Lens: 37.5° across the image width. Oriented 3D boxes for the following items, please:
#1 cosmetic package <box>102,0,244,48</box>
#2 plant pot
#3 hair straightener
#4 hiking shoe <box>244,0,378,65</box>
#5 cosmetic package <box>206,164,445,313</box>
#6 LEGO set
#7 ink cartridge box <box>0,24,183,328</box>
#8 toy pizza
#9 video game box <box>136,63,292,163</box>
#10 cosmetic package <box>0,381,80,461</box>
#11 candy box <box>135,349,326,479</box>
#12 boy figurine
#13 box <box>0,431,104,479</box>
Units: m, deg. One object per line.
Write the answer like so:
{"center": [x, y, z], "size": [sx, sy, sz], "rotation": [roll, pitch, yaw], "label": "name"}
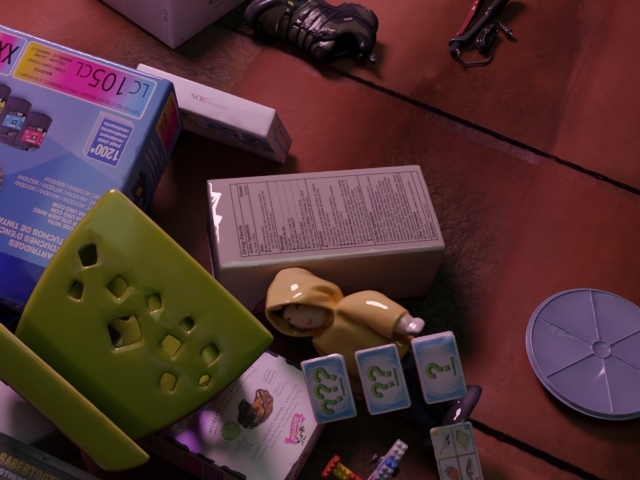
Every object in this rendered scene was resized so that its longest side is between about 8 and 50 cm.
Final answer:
{"center": [-0.254, -0.478, 1.590], "size": [0.225, 0.138, 0.224], "rotation": [34, 56, 19], "label": "cosmetic package"}
{"center": [-0.213, 0.112, 0.988], "size": [0.228, 0.227, 0.207], "rotation": [43, 71, -4], "label": "plant pot"}
{"center": [0.295, -0.381, 1.645], "size": [0.089, 0.047, 0.230], "rotation": [26, 55, 12], "label": "hair straightener"}
{"center": [-0.014, -0.347, 1.555], "size": [0.227, 0.086, 0.114], "rotation": [5, 50, -5], "label": "hiking shoe"}
{"center": [0.000, 0.000, 1.272], "size": [0.296, 0.129, 0.153], "rotation": [-4, 55, -11], "label": "cosmetic package"}
{"center": [0.088, 0.241, 1.072], "size": [0.183, 0.060, 0.244], "rotation": [-12, 96, 7], "label": "LEGO set"}
{"center": [-0.372, -0.046, 1.200], "size": [0.270, 0.151, 0.395], "rotation": [18, 74, 6], "label": "ink cartridge box"}
{"center": [0.373, 0.154, 1.267], "size": [0.201, 0.032, 0.201], "rotation": [3, 54, -4], "label": "toy pizza"}
{"center": [-0.152, -0.178, 1.353], "size": [0.205, 0.187, 0.048], "rotation": [20, 88, 7], "label": "video game box"}
{"center": [-0.406, 0.232, 1.063], "size": [0.238, 0.107, 0.127], "rotation": [-24, 61, -26], "label": "cosmetic package"}
{"center": [-0.100, 0.211, 1.137], "size": [0.196, 0.070, 0.165], "rotation": [25, 54, 12], "label": "candy box"}
{"center": [0.060, 0.129, 1.142], "size": [0.285, 0.177, 0.092], "rotation": [39, 47, -2], "label": "boy figurine"}
{"center": [-0.329, 0.303, 0.972], "size": [0.231, 0.056, 0.183], "rotation": [29, 68, -13], "label": "box"}
